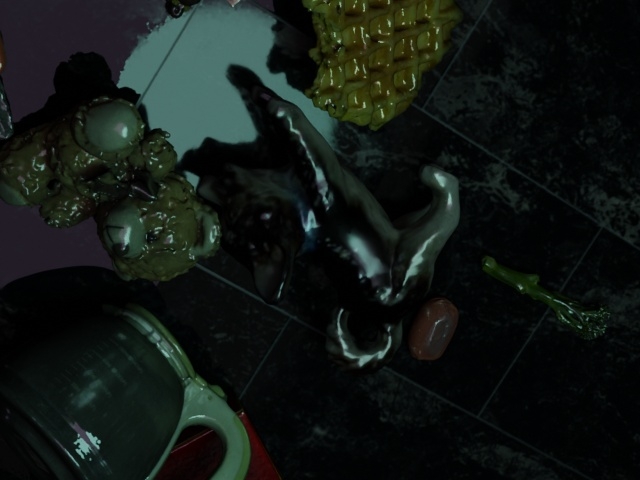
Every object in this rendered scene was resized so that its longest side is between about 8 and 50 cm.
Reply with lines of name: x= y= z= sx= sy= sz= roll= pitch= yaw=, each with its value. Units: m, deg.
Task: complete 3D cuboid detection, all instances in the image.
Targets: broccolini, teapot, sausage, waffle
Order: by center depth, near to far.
waffle: x=0.067 y=-0.282 z=1.649 sx=0.281 sy=0.058 sz=0.301 roll=-48 pitch=137 yaw=-20
teapot: x=-0.245 y=0.216 z=1.657 sx=0.239 sy=0.321 sz=0.239 roll=-42 pitch=147 yaw=-23
sausage: x=0.158 y=0.124 z=1.857 sx=0.059 sy=0.054 sz=0.094 roll=23 pitch=100 yaw=-20
broccolini: x=0.316 y=0.083 z=1.887 sx=0.216 sy=0.067 sz=0.058 roll=26 pitch=60 yaw=-20

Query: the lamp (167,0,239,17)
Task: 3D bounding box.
lamp: x=-0.083 y=-0.359 z=1.619 sx=0.253 sy=0.118 sz=0.118 roll=-33 pitch=112 yaw=-5

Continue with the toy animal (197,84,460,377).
toy animal: x=0.000 y=0.000 z=1.705 sx=0.344 sy=0.194 sz=0.303 roll=22 pitch=94 yaw=-14

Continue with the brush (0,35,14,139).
brush: x=-0.428 y=-0.273 z=1.586 sx=0.070 sy=0.051 sz=0.323 roll=-19 pitch=107 yaw=-16

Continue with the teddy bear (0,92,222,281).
teddy bear: x=-0.245 y=-0.056 z=1.637 sx=0.267 sy=0.156 sz=0.256 roll=-18 pitch=110 yaw=39

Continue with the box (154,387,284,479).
box: x=-0.207 y=0.367 z=1.813 sx=0.313 sy=0.089 sz=0.197 roll=-28 pitch=112 yaw=-6
